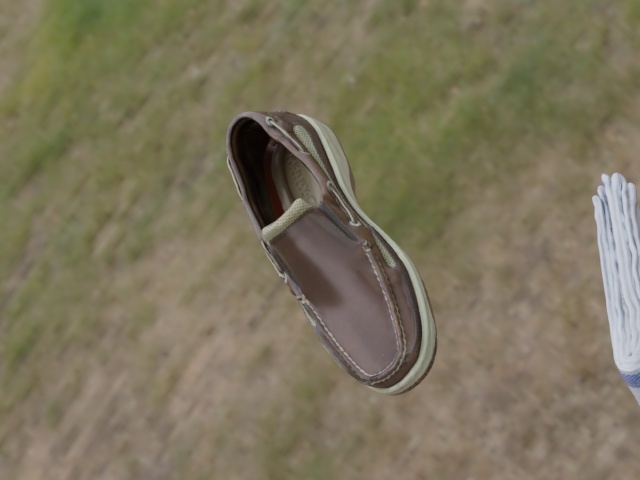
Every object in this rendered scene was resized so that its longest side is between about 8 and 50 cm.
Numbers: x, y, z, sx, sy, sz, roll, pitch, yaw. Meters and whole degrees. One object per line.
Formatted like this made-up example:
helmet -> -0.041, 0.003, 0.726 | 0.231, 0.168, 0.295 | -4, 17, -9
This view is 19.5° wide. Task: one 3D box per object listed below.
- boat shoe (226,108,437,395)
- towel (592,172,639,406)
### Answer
boat shoe -> -0.005, 0.005, 1.381 | 0.095, 0.095, 0.257 | -45, 52, 20
towel -> 0.283, 0.105, 1.452 | 0.034, 0.285, 0.209 | -20, 40, 20
